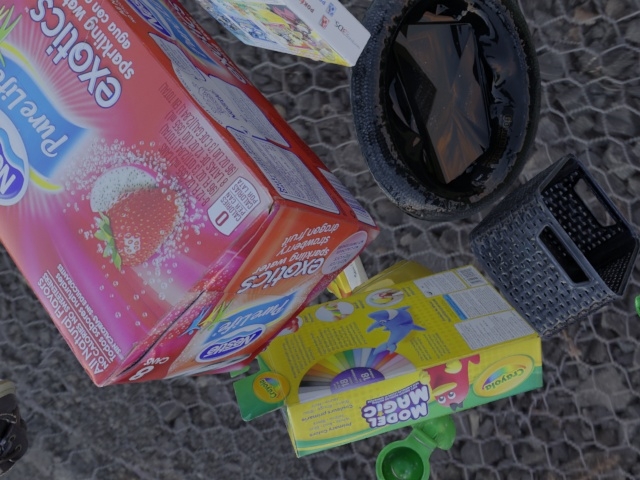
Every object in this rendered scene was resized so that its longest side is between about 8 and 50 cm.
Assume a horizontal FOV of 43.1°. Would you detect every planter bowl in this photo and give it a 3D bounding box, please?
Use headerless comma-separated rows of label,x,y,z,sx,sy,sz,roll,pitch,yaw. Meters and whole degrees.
planter bowl,0.111,0.090,1.238,0.217,0.217,0.090,-33,83,18

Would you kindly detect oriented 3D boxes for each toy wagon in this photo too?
toy wagon,0.000,0.000,1.678,0.068,0.344,0.267,-29,118,-13

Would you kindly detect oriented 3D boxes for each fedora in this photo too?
fedora,0.140,-0.195,1.086,0.334,0.152,0.333,-5,100,-29

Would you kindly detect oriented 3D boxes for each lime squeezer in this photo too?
lime squeezer,0.089,0.240,0.883,0.059,0.310,0.110,48,130,3

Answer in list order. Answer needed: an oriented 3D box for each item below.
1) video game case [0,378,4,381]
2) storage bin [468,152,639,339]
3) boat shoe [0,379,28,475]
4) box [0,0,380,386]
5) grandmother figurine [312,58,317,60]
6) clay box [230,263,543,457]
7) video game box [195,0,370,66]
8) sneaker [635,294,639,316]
video game case,-0.510,0.351,1.178,0.025,0.204,0.285,17,140,-19
storage bin,0.231,0.000,0.786,0.084,0.180,0.122,-38,88,32
boat shoe,-0.386,0.230,0.940,0.103,0.285,0.092,-27,83,-24
box,-0.107,-0.059,0.433,0.122,0.128,0.257,-45,69,14
grandmother figurine,-0.028,-0.493,1.732,0.208,0.342,0.104,25,85,18
clay box,0.042,0.091,0.631,0.222,0.127,0.053,-15,116,-7
video game box,-0.074,-0.259,0.832,0.205,0.187,0.048,26,82,47
sneaker,0.763,0.096,1.617,0.146,0.343,0.134,4,59,-13
